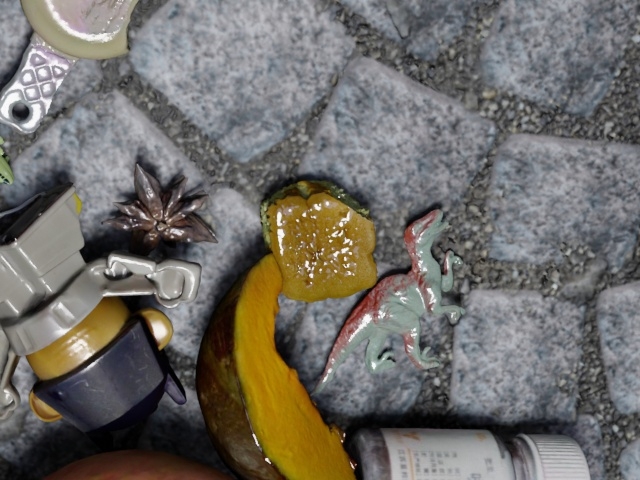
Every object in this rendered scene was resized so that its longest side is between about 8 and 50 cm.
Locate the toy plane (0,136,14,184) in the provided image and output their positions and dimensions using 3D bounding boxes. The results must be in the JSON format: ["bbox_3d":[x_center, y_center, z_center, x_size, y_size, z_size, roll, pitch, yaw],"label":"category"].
[{"bbox_3d":[-0.371,-0.102,1.563,0.102,0.040,0.111,-26,126,34],"label":"toy plane"}]

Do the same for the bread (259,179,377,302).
[{"bbox_3d":[0.000,0.000,1.653,0.128,0.069,0.140,-14,109,-8],"label":"bread"}]

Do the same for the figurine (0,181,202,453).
[{"bbox_3d":[-0.272,0.100,1.589,0.308,0.143,0.308,8,119,15],"label":"figurine"}]

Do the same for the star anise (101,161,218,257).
[{"bbox_3d":[-0.184,-0.035,1.609,0.124,0.056,0.129,-16,124,-1],"label":"star anise"}]

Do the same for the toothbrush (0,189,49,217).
[{"bbox_3d":[-0.340,-0.035,1.608,0.131,0.011,0.013,-19,87,-5],"label":"toothbrush"}]

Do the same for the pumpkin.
[{"bbox_3d":[-0.090,0.189,1.616,0.169,0.148,0.312,-18,91,37],"label":"pumpkin"}]

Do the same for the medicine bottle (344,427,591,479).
[{"bbox_3d":[0.169,0.304,1.718,0.273,0.165,0.165,2,105,-10],"label":"medicine bottle"}]

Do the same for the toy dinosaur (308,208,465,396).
[{"bbox_3d":[0.070,0.089,1.699,0.242,0.053,0.167,-28,107,-2],"label":"toy dinosaur"}]

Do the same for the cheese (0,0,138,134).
[{"bbox_3d":[-0.258,-0.240,1.533,0.163,0.082,0.286,26,102,-15],"label":"cheese"}]

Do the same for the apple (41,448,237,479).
[{"bbox_3d":[-0.193,0.399,1.555,0.364,0.364,0.364,-3,106,-10],"label":"apple"}]
